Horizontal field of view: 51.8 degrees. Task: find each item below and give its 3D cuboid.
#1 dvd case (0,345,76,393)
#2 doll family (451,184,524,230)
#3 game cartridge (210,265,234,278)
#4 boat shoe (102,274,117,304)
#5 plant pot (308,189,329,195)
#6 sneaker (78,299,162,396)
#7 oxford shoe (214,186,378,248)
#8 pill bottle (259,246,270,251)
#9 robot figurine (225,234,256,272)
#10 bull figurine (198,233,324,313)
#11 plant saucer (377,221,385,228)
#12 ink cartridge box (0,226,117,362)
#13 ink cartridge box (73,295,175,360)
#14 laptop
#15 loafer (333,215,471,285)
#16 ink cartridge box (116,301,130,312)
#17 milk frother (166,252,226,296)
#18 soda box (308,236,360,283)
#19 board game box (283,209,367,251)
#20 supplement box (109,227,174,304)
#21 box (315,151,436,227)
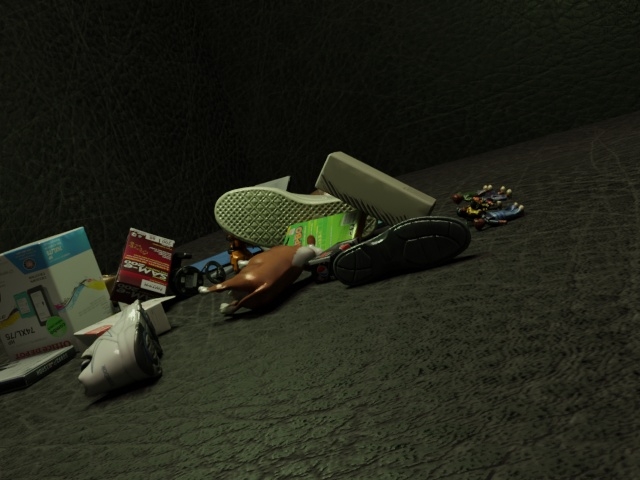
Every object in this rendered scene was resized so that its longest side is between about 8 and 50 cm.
[{"bbox_3d":[-0.675,0.293,1.418,0.239,0.029,0.179,-16,7,15],"label":"dvd case"},{"bbox_3d":[0.358,-0.072,1.454,0.111,0.076,0.193,-15,9,-13],"label":"doll family"},{"bbox_3d":[-0.297,0.096,2.031,0.056,0.017,0.083,-19,6,19],"label":"game cartridge"},{"bbox_3d":[-0.719,0.171,2.149,0.342,0.123,0.123,-15,-1,-3],"label":"boat shoe"},{"bbox_3d":[-0.014,-0.090,2.223,0.165,0.167,0.167,-25,7,2],"label":"plant pot"},{"bbox_3d":[-0.352,0.185,1.150,0.129,0.111,0.297,-25,7,-9],"label":"sneaker"},{"bbox_3d":[-0.066,-0.061,1.834,0.450,0.169,0.130,2,4,0],"label":"oxford shoe"},{"bbox_3d":[-0.164,-0.014,2.162,0.108,0.108,0.193,-19,7,-10],"label":"pill bottle"},{"bbox_3d":[-0.240,-0.008,2.003,0.085,0.211,0.291,-5,13,-5],"label":"robot figurine"},{"bbox_3d":[-0.115,0.074,1.414,0.188,0.101,0.310,-19,4,25],"label":"bull figurine"},{"bbox_3d":[0.100,-0.022,1.934,0.192,0.018,0.067,-19,7,-15],"label":"plant saucer"},{"bbox_3d":[-0.658,0.136,1.603,0.198,0.270,0.197,-17,9,13],"label":"ink cartridge box"},{"bbox_3d":[-0.404,0.186,1.407,0.115,0.067,0.198,-10,12,46],"label":"ink cartridge box"},{"bbox_3d":[-0.319,-0.055,2.419,0.236,0.407,0.382,16,-7,-24],"label":"laptop"},{"bbox_3d":[0.154,0.013,1.245,0.268,0.096,0.084,-18,1,21],"label":"loafer"},{"bbox_3d":[-0.538,0.165,1.918,0.104,0.061,0.181,-21,8,-20],"label":"ink cartridge box"},{"bbox_3d":[-0.362,0.107,1.865,0.143,0.129,0.135,28,-18,-29],"label":"milk frother"},{"bbox_3d":[0.038,0.042,1.451,0.060,0.053,0.169,-15,8,27],"label":"soda box"},{"bbox_3d":[0.000,0.000,1.664,0.259,0.039,0.124,-9,54,41],"label":"board game box"},{"bbox_3d":[-0.471,0.076,1.759,0.130,0.073,0.239,18,32,-18],"label":"supplement box"},{"bbox_3d":[0.135,-0.113,1.589,0.275,0.094,0.113,28,16,10],"label":"box"}]
